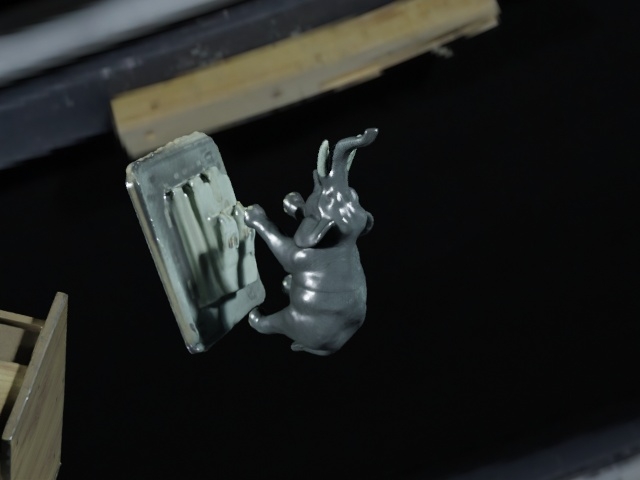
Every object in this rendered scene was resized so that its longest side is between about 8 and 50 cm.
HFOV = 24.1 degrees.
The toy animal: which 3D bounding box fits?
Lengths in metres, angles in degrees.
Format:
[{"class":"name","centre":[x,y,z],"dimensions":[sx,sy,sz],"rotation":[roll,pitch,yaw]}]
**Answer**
[{"class":"toy animal","centre":[-0.006,-0.006,1.492],"dimensions":[0.082,0.137,0.270],"rotation":[-17,-57,-42]}]

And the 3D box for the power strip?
[{"class":"power strip","centre":[-0.111,-0.008,1.590],"dimensions":[0.064,0.213,0.198],"rotation":[-13,13,24]}]

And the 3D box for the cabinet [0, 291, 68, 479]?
[{"class":"cabinet","centre":[-0.294,0.143,1.114],"dimensions":[0.174,0.148,0.215],"rotation":[13,-46,0]}]
